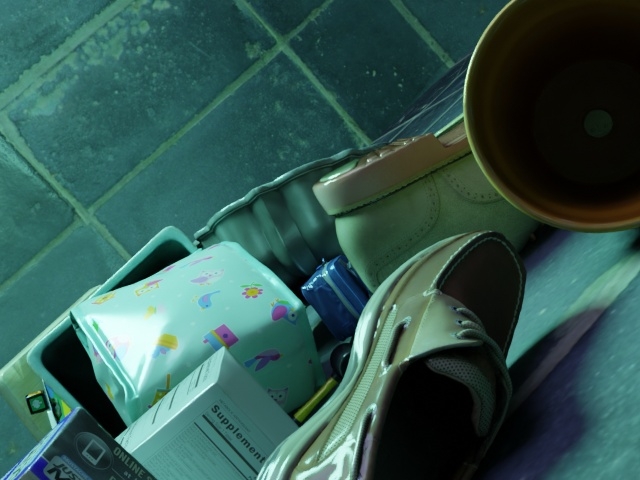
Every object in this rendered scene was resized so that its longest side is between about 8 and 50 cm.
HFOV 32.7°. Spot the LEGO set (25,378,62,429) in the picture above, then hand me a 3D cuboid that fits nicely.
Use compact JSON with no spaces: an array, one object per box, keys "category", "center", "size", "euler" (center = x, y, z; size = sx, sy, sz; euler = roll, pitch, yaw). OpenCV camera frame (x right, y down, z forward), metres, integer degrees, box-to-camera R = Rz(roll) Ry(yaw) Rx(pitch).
[{"category":"LEGO set","center":[-0.316,0.269,1.284],"size":[0.060,0.182,0.244],"euler":[-18,-26,-14]}]

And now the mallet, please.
[{"category":"mallet","center":[-0.020,0.180,1.146],"size":[0.189,0.039,0.062],"euler":[-45,8,3]}]

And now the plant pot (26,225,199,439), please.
[{"category":"plant pot","center":[-0.207,0.169,1.449],"size":[0.248,0.247,0.252],"euler":[-44,-1,-15]}]

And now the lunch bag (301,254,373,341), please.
[{"category":"lunch bag","center":[0.029,0.064,1.322],"size":[0.065,0.098,0.067],"euler":[-37,3,20]}]

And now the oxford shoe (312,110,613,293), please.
[{"category":"oxford shoe","center":[0.198,-0.071,1.105],"size":[0.397,0.146,0.140],"euler":[-22,6,0]}]

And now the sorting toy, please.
[{"category":"sorting toy","center":[-0.310,0.223,1.622],"size":[0.089,0.255,0.257],"euler":[-24,16,36]}]

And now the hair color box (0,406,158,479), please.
[{"category":"hair color box","center":[-0.246,0.311,0.865],"size":[0.339,0.185,0.110],"euler":[-43,6,19]}]

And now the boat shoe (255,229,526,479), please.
[{"category":"boat shoe","center":[0.080,0.105,0.742],"size":[0.116,0.123,0.324],"euler":[-25,24,47]}]

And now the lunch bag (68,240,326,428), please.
[{"category":"lunch bag","center":[-0.148,0.112,1.234],"size":[0.223,0.160,0.262],"euler":[-27,35,-16]}]

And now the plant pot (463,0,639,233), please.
[{"category":"plant pot","center":[0.234,-0.109,0.923],"size":[0.205,0.205,0.188],"euler":[-41,-9,12]}]

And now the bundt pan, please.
[{"category":"bundt pan","center":[0.000,0.000,1.466],"size":[0.331,0.124,0.331],"euler":[-23,-13,-6]}]

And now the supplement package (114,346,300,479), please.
[{"category":"supplement package","center":[-0.138,0.236,0.998],"size":[0.244,0.139,0.134],"euler":[-40,8,4]}]

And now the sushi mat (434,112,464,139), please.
[{"category":"sushi mat","center":[0.220,-0.142,1.523],"size":[0.152,0.019,0.316],"euler":[8,-29,-36]}]
